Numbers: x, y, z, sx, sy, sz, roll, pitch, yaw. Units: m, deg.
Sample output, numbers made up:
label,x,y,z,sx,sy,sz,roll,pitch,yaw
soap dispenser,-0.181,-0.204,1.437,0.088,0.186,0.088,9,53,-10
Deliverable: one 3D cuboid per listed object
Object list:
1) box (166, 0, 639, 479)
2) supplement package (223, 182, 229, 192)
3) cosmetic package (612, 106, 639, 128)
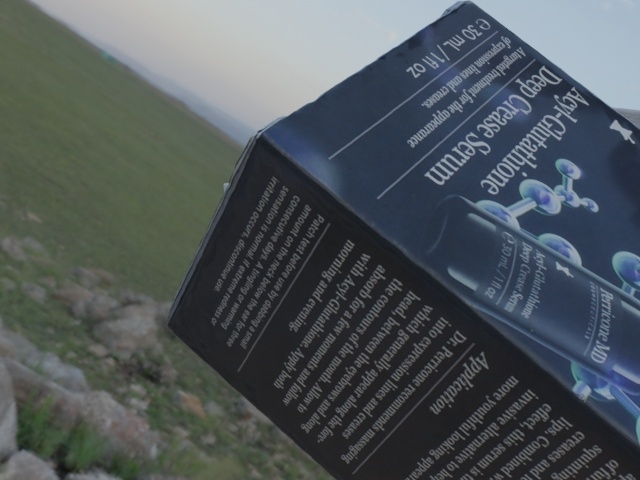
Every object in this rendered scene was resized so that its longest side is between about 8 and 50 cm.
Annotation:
label,x,y,z,sx,sy,sz,roll,pitch,yaw
box,0.146,0.057,0.644,0.395,0.212,0.293,40,44,8
supplement package,0.000,0.000,1.438,0.263,0.199,0.198,1,7,13
cosmetic package,0.723,-0.236,1.918,0.117,0.085,0.231,17,13,41
